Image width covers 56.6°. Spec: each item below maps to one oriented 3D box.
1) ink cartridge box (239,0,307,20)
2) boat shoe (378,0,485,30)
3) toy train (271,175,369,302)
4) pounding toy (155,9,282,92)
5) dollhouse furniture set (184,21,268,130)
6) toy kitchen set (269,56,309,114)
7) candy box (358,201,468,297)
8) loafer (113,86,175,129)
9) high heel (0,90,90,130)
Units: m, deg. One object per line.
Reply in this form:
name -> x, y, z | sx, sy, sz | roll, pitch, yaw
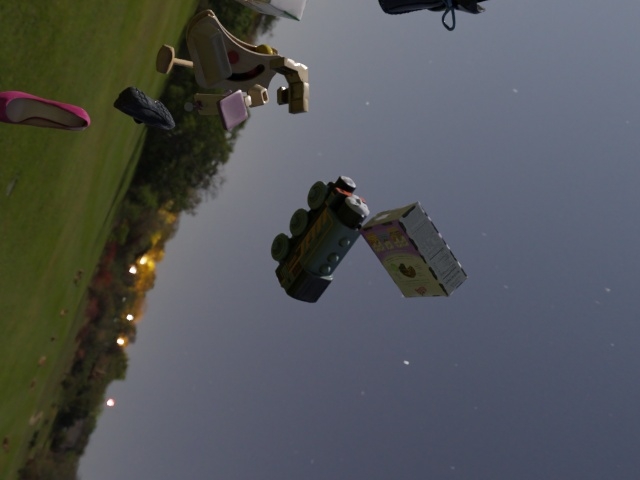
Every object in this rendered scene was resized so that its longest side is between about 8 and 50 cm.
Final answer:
ink cartridge box -> -0.178, -0.802, 1.943 | 0.219, 0.160, 0.092 | 26, -78, 36
boat shoe -> 0.193, -0.338, 0.767 | 0.258, 0.109, 0.089 | -10, -99, 31
toy train -> 0.000, 0.000, 1.510 | 0.334, 0.142, 0.190 | -54, -140, 21
pounding toy -> -0.230, -0.439, 1.352 | 0.155, 0.269, 0.154 | -115, -145, -54
dollhouse furniture set -> -0.128, -0.202, 0.705 | 0.081, 0.114, 0.091 | 9, -142, 32
toy kitchen set -> -0.069, -0.275, 1.073 | 0.068, 0.075, 0.083 | -2, -92, 33
candy box -> 0.195, 0.026, 1.272 | 0.070, 0.196, 0.165 | -40, -169, -24
loafer -> -0.494, -0.363, 1.677 | 0.078, 0.223, 0.076 | -31, -108, 13
high heel -> -0.690, -0.305, 1.438 | 0.117, 0.244, 0.082 | 30, -71, 51
